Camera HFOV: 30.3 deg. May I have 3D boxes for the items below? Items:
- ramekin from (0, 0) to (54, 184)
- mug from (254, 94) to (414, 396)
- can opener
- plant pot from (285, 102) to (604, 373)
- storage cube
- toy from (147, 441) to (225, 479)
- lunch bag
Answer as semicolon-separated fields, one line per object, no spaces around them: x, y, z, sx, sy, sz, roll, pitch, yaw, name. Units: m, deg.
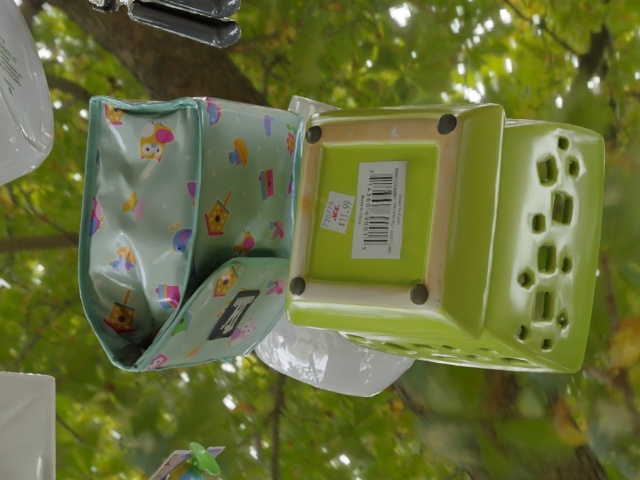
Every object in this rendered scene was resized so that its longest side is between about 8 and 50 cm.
-0.397;-0.178;1.324;0.127;0.273;0.273;-15;-120;4;ramekin
0.000;0.000;1.487;0.374;0.276;0.328;17;-85;-5;mug
-0.199;-0.308;1.469;0.280;0.074;0.093;25;-140;37;can opener
0.102;-0.008;1.052;0.227;0.207;0.228;3;-98;37;plant pot
-0.418;0.258;1.321;0.193;0.184;0.215;-34;-128;43;storage cube
-0.188;0.302;1.181;0.056;0.137;0.237;44;-84;17;toy
-0.119;-0.004;1.157;0.160;0.223;0.262;2;-89;25;lunch bag
